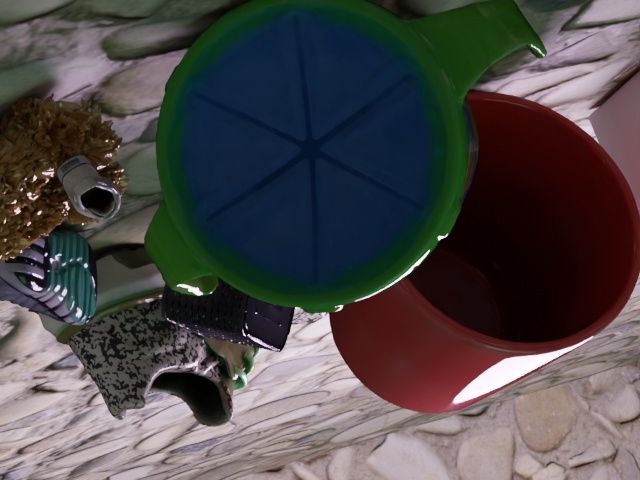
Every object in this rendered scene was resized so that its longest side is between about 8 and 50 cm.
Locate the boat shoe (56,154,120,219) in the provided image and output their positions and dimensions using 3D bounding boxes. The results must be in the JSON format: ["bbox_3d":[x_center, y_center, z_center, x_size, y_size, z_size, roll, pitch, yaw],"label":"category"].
[{"bbox_3d":[-0.168,-0.031,1.494,0.035,0.035,0.100,-33,160,-4],"label":"boat shoe"}]

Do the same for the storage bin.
[{"bbox_3d":[-0.080,0.034,1.923,0.084,0.122,0.180,10,173,15],"label":"storage bin"}]

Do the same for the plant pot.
[{"bbox_3d":[0.136,0.032,1.905,0.275,0.275,0.243,-13,158,-25],"label":"plant pot"}]

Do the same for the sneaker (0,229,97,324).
[{"bbox_3d":[-0.275,0.026,1.820,0.098,0.083,0.223,-1,166,12],"label":"sneaker"}]

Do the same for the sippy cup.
[{"bbox_3d":[0.020,-0.072,1.536,0.306,0.240,0.224,2,-176,17],"label":"sippy cup"}]

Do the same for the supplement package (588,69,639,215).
[{"bbox_3d":[0.437,-0.106,1.986,0.198,0.199,0.262,-14,166,-24],"label":"supplement package"}]

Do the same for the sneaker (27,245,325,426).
[{"bbox_3d":[-0.125,0.113,2.094,0.158,0.182,0.410,-30,164,36],"label":"sneaker"}]

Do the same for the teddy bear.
[{"bbox_3d":[-0.303,-0.009,1.520,0.338,0.113,0.245,-14,163,-23],"label":"teddy bear"}]
